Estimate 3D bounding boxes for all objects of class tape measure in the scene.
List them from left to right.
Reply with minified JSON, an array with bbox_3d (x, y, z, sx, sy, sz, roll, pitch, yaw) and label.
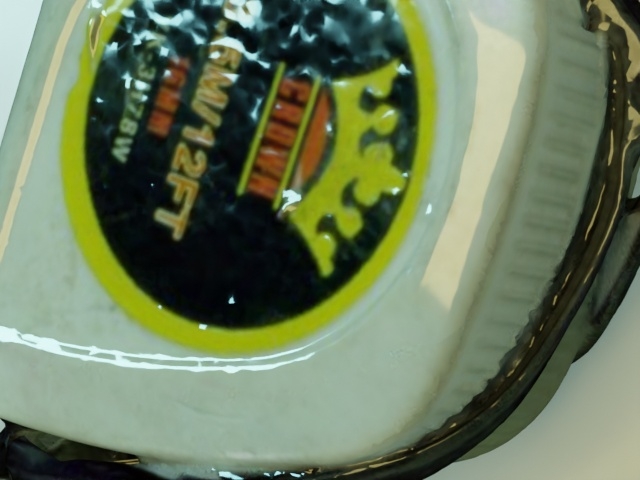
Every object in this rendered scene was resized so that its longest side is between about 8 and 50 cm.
[{"bbox_3d":[0.000,0.000,0.692,0.231,0.133,0.271,22,95,31],"label":"tape measure"}]
